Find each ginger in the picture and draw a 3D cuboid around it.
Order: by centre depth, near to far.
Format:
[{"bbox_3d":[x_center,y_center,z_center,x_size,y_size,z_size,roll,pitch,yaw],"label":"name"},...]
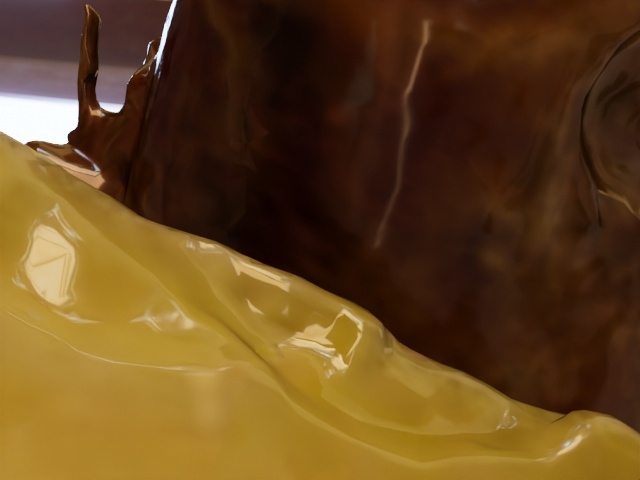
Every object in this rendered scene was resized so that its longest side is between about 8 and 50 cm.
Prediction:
[{"bbox_3d":[0.000,0.000,0.523,0.176,0.254,0.418,0,-71,-54],"label":"ginger"}]

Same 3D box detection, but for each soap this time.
[{"bbox_3d":[-0.087,0.191,0.322,0.427,0.306,0.115,-63,10,-29],"label":"soap"}]
